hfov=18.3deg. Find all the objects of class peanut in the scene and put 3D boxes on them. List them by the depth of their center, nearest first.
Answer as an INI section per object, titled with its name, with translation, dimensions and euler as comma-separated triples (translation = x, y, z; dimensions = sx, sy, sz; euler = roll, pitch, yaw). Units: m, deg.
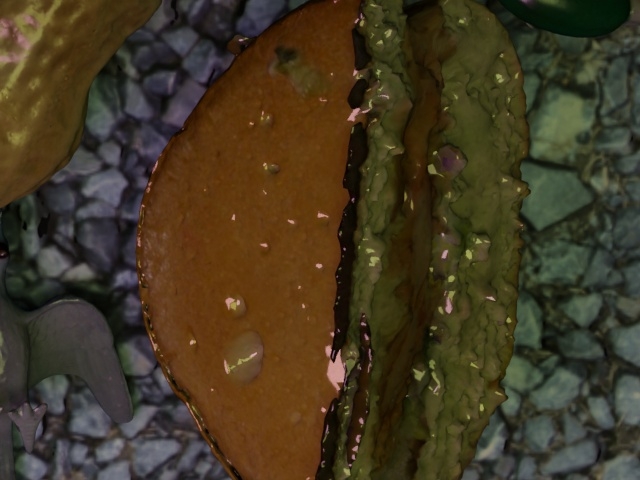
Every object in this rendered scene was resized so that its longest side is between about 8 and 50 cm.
[peanut]
translation = -0.239, -0.146, 1.605
dimensions = 0.149, 0.149, 0.313
euler = 32, 92, -15

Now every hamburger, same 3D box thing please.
[hamburger]
translation = 0.000, 0.000, 1.621
dimensions = 0.268, 0.287, 0.445
euler = -11, 109, -50

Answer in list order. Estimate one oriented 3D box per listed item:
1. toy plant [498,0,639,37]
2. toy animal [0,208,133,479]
[toy plant]
translation = 0.161, -0.267, 1.608
dimensions = 0.243, 0.232, 0.112
euler = 19, 138, -14
[toy animal]
translation = -0.269, 0.102, 1.684
dimensions = 0.239, 0.176, 0.255
euler = 2, 131, -16
